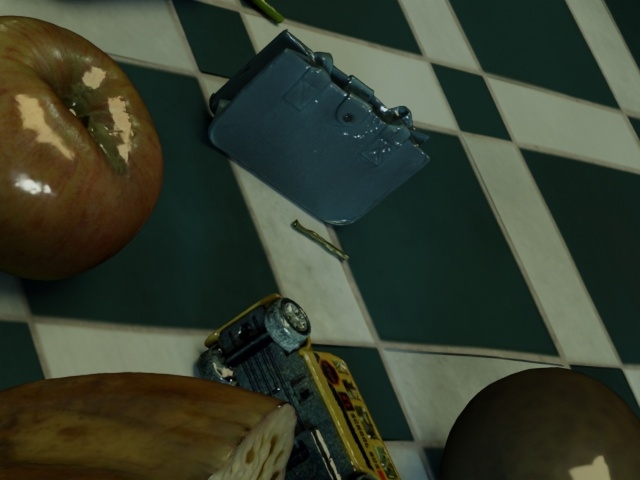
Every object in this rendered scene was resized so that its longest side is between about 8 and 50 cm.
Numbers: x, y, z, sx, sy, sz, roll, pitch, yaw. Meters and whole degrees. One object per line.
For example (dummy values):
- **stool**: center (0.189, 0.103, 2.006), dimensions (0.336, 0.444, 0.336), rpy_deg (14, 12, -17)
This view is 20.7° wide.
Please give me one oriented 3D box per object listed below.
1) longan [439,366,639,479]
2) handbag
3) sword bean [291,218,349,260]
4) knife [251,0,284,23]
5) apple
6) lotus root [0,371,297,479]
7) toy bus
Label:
- **longan**: center (0.255, 0.283, 1.880), dimensions (0.300, 0.243, 0.300), rpy_deg (-12, 90, -68)
- **handbag**: center (-0.001, -0.129, 2.045), dimensions (0.229, 0.179, 0.062), rpy_deg (35, 35, -24)
- **sword bean**: center (0.000, 0.000, 2.069), dimensions (0.083, 0.012, 0.012), rpy_deg (34, 36, -22)
- **knife**: center (-0.117, -0.340, 2.260), dimensions (0.184, 0.026, 0.022), rpy_deg (39, 5, -19)
- **apple**: center (-0.275, -0.085, 1.662), dimensions (0.260, 0.194, 0.261), rpy_deg (30, 40, -29)
- **lotus root**: center (-0.182, 0.262, 1.370), dimensions (0.250, 0.316, 0.316), rpy_deg (12, 32, 13)
- **toy bus**: center (0.002, 0.220, 1.755), dimensions (0.123, 0.121, 0.336), rpy_deg (10, 49, -56)
